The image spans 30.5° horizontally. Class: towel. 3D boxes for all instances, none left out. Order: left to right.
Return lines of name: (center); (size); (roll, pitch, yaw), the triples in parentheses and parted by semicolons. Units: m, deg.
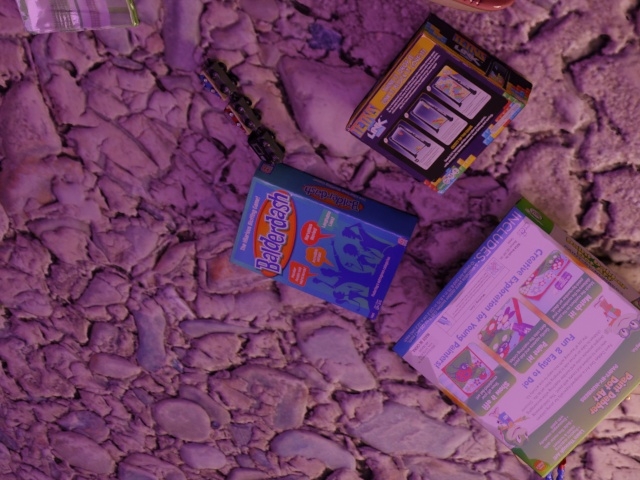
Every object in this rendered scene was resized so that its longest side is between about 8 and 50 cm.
towel: (-0.297, -0.295, 1.379); (0.152, 0.023, 0.113); (1, 130, 20)

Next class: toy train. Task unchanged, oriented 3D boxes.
toy train: (-0.097, -0.155, 1.421); (0.036, 0.027, 0.158); (-10, 126, 42)

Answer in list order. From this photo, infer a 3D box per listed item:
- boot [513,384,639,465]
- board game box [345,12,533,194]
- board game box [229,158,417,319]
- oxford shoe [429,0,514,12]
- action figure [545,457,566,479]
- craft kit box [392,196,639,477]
boot: (0.340, 0.190, 1.498); (0.203, 0.095, 0.262); (2, 120, 20)
board game box: (0.131, -0.149, 1.320); (0.141, 0.048, 0.170); (35, 133, -7)
board game box: (0.000, 0.000, 1.502); (0.210, 0.047, 0.160); (22, 134, 4)
oxford shoe: (0.038, -0.319, 1.189); (0.348, 0.123, 0.130); (27, 160, -4)
action figure: (0.336, 0.353, 1.691); (0.038, 0.030, 0.115); (2, 132, 13)
craft kit box: (0.256, 0.119, 1.412); (0.246, 0.061, 0.250); (42, 115, 7)
